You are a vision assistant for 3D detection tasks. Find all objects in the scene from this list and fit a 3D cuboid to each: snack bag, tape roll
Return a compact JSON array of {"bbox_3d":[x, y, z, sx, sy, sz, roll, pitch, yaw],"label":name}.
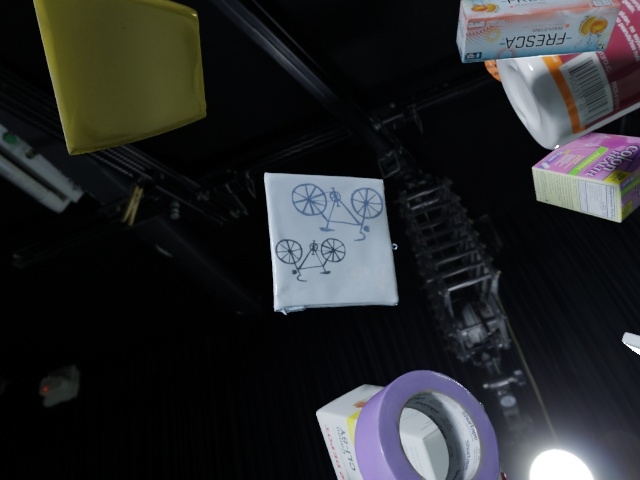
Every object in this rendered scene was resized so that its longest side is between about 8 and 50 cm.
[{"bbox_3d":[0.033,0.001,1.119,0.324,0.342,0.037,0,-17,-22],"label":"snack bag"},{"bbox_3d":[0.149,0.287,0.661,0.189,0.188,0.080,3,-35,-24],"label":"tape roll"}]

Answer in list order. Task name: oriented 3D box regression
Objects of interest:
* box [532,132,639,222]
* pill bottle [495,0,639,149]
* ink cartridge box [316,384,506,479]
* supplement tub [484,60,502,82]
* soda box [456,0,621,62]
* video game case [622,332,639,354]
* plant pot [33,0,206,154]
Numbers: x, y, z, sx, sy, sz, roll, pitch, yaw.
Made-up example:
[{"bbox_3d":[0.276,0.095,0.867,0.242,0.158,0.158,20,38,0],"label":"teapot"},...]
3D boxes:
[{"bbox_3d":[0.746,-0.181,1.255,0.214,0.243,0.117,-35,-57,-16],"label":"box"},{"bbox_3d":[0.524,-0.342,0.781,0.393,0.223,0.224,-28,-36,15],"label":"pill bottle"},{"bbox_3d":[0.179,0.473,0.965,0.161,0.278,0.385,-17,-2,-30],"label":"ink cartridge box"},{"bbox_3d":[0.508,-0.511,1.038,0.194,0.193,0.316,-4,-33,-15],"label":"supplement tub"},{"bbox_3d":[0.275,-0.279,0.605,0.183,0.058,0.062,-2,-40,7],"label":"soda box"},{"bbox_3d":[0.662,0.224,0.804,0.184,0.023,0.201,29,-7,-33],"label":"video game case"},{"bbox_3d":[-0.272,-0.260,0.682,0.187,0.212,0.212,-6,-61,-16],"label":"plant pot"}]
